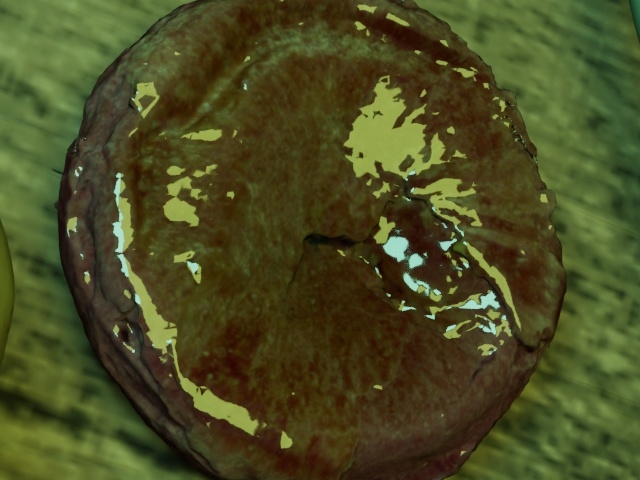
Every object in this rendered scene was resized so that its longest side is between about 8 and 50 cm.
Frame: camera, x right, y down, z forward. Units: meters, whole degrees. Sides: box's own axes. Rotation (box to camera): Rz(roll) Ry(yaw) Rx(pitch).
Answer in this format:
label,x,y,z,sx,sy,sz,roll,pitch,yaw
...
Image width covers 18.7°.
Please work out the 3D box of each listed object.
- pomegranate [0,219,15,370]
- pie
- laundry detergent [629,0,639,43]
label,x,y,z,sx,sy,sz,roll,pitch,yaw
pomegranate,-0.179,0.014,0.493,0.207,0.207,0.207,4,79,-20
pie,0.000,0.000,0.649,0.182,0.049,0.182,6,76,-25
laundry detergent,0.213,-0.079,0.714,0.215,0.105,0.280,-9,85,-20
